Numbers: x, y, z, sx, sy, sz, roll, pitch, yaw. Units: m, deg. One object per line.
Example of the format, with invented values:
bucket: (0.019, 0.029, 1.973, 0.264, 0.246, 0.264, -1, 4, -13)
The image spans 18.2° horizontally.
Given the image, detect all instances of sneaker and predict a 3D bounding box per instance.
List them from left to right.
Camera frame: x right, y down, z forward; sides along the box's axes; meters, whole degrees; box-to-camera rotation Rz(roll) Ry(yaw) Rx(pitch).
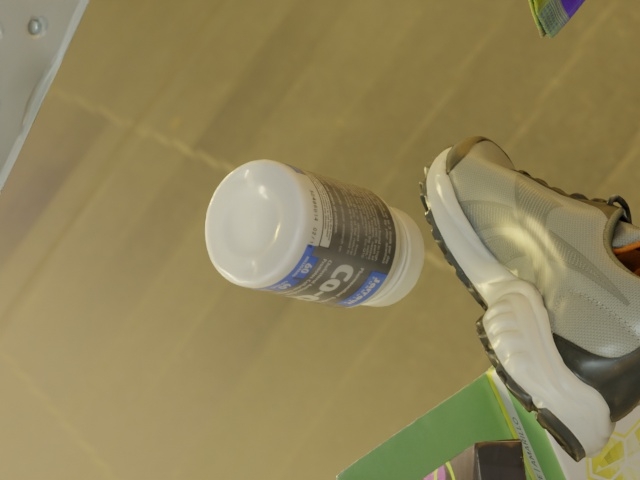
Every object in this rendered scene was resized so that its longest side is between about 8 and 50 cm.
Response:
sneaker: (0.132, 0.014, 1.093, 0.108, 0.100, 0.271, -37, 30, 8)

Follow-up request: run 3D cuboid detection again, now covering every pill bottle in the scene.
pill bottle: (0.000, 0.000, 1.228, 0.078, 0.137, 0.078, -9, 76, 36)

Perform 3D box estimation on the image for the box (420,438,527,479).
box: (0.063, 0.175, 0.978, 0.162, 0.029, 0.116, 129, 137, -61)

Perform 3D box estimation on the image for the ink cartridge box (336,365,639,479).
ink cartridge box: (0.143, 0.151, 1.230, 0.235, 0.171, 0.056, -34, 23, -23)

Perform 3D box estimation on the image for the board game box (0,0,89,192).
board game box: (-0.342, -0.076, 1.047, 0.050, 0.390, 0.390, 12, 75, 48)

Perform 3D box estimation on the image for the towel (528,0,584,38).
towel: (0.169, -0.175, 1.309, 0.083, 0.060, 0.009, -46, 59, -9)
